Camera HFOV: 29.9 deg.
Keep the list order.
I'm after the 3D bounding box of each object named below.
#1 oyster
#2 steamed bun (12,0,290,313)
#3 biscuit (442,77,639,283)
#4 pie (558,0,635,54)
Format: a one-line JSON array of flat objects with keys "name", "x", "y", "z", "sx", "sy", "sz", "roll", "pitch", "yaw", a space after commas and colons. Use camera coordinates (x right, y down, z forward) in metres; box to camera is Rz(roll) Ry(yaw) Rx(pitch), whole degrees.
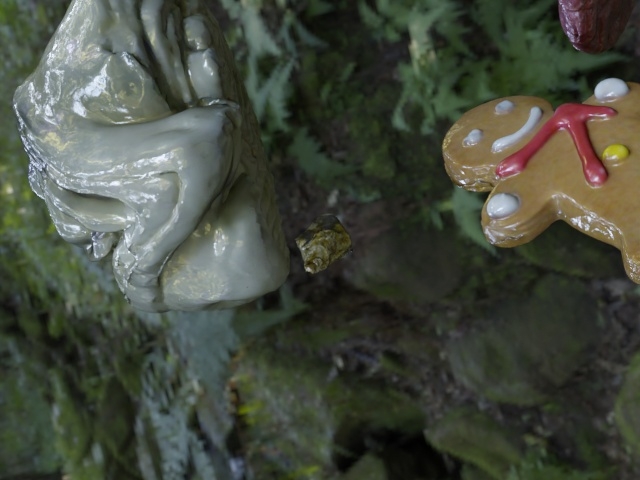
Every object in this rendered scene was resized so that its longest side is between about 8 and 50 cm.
[{"name": "oyster", "x": 0.003, "y": 0.000, "z": 1.135, "sx": 0.093, "sy": 0.051, "sz": 0.034, "roll": -111, "pitch": 4, "yaw": -61}, {"name": "steamed bun", "x": -0.183, "y": -0.087, "z": 1.240, "sx": 0.352, "sy": 0.247, "sz": 0.339, "roll": 73, "pitch": 179, "yaw": -53}, {"name": "biscuit", "x": 0.234, "y": -0.072, "z": 1.073, "sx": 0.339, "sy": 0.216, "sz": 0.047, "roll": 31, "pitch": 154, "yaw": 50}, {"name": "pie", "x": 0.292, "y": -0.280, "z": 1.233, "sx": 0.049, "sy": 0.182, "sz": 0.182, "roll": 16, "pitch": 132, "yaw": 29}]
